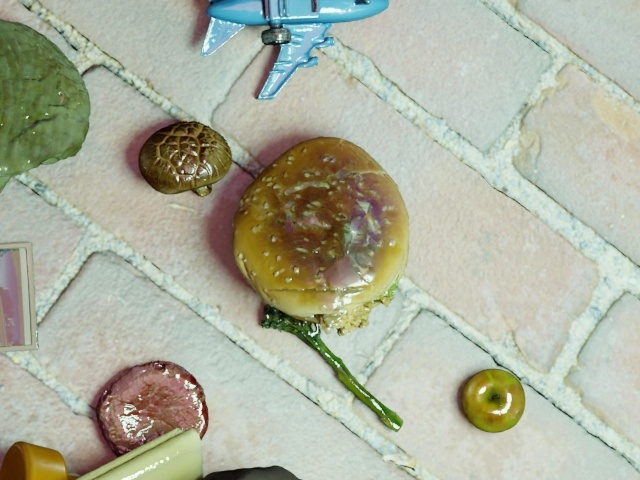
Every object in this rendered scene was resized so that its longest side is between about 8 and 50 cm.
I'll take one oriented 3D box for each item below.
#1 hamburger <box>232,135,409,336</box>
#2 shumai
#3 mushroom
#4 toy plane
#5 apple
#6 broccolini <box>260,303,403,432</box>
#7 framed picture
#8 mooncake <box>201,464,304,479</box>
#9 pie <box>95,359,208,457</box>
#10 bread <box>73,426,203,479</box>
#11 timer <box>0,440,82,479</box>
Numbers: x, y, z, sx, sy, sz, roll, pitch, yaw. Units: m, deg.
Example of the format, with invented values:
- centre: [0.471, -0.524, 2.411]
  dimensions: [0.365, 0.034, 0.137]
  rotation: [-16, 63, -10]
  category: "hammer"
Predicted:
- centre: [0.000, 0.000, 1.809]
  dimensions: [0.243, 0.146, 0.286]
  rotation: [1, 68, 0]
  category: "hamburger"
- centre: [-0.449, -0.155, 1.804]
  dimensions: [0.222, 0.204, 0.272]
  rotation: [52, 45, -2]
  category: "shumai"
- centre: [-0.184, -0.111, 1.840]
  dimensions: [0.126, 0.085, 0.109]
  rotation: [-25, 87, -15]
  category: "mushroom"
- centre: [-0.036, -0.326, 1.879]
  dimensions: [0.271, 0.105, 0.254]
  rotation: [-4, 98, -4]
  category: "toy plane"
- centre: [0.238, 0.221, 1.864]
  dimensions: [0.089, 0.074, 0.089]
  rotation: [1, 82, -5]
  category: "apple"
- centre: [0.021, 0.166, 1.870]
  dimensions: [0.254, 0.071, 0.057]
  rotation: [46, 39, -7]
  category: "broccolini"
- centre: [-0.441, 0.079, 1.823]
  dimensions: [0.109, 0.011, 0.149]
  rotation: [-4, 85, -8]
  category: "framed picture"
- centre: [-0.094, 0.427, 1.713]
  dimensions: [0.283, 0.141, 0.283]
  rotation: [23, 58, -44]
  category: "mooncake"
- centre: [-0.224, 0.235, 1.819]
  dimensions: [0.153, 0.038, 0.153]
  rotation: [1, 85, -9]
  category: "pie"
- centre: [-0.236, 0.328, 1.746]
  dimensions: [0.178, 0.139, 0.060]
  rotation: [-24, 42, -34]
  category: "bread"
- centre: [-0.333, 0.334, 1.768]
  dimensions: [0.152, 0.132, 0.132]
  rotation: [10, 82, -29]
  category: "timer"
